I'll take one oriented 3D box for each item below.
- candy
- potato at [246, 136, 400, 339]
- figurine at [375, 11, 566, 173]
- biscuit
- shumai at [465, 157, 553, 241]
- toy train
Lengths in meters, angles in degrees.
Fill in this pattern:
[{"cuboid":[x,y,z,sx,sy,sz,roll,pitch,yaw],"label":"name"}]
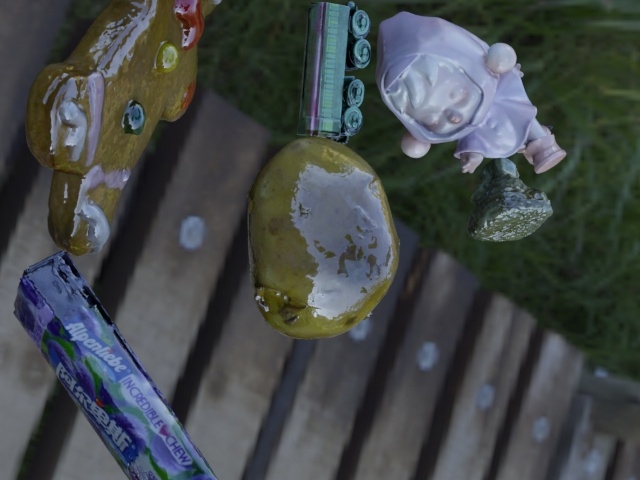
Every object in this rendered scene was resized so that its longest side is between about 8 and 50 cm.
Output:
[{"cuboid":[-0.190,0.156,1.560,0.061,0.088,0.312,-28,72,-27],"label":"candy"},{"cuboid":[0.000,0.000,1.405,0.137,0.137,0.176,-15,105,-45],"label":"potato"},{"cuboid":[0.181,-0.175,2.010,0.276,0.200,0.133,32,37,-20],"label":"figurine"},{"cuboid":[-0.168,-0.206,1.685,0.283,0.064,0.432,86,26,-53],"label":"biscuit"},{"cuboid":[0.175,-0.045,1.565,0.082,0.083,0.080,24,46,-54],"label":"shumai"},{"cuboid":[0.014,-0.173,1.665,0.071,0.038,0.148,3,92,-34],"label":"toy train"}]
